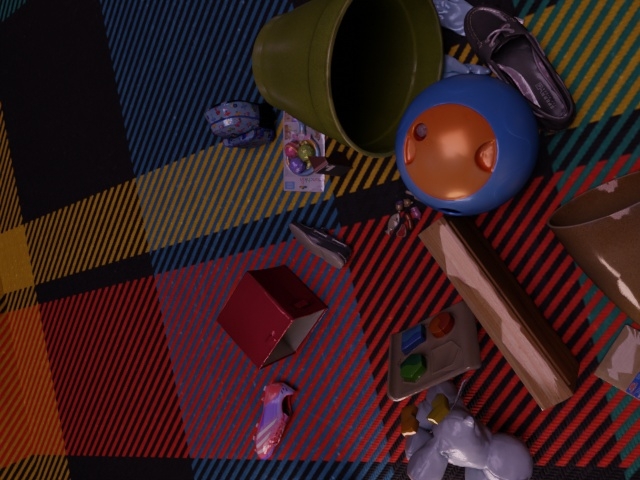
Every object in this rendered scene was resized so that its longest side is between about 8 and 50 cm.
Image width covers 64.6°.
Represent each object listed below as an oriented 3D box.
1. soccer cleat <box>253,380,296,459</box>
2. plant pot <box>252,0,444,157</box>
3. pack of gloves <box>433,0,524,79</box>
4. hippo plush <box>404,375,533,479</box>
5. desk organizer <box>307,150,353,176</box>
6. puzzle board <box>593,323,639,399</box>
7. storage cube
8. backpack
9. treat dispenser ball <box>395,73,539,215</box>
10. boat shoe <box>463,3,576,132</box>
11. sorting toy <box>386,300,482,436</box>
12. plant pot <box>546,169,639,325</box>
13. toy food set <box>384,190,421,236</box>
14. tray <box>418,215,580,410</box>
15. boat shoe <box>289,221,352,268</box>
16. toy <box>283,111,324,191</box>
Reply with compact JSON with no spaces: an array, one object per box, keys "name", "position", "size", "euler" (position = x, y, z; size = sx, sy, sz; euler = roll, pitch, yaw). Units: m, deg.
[{"name":"soccer cleat","position":[-0.134,0.538,1.490],"size":[0.095,0.083,0.248],"euler":[12,97,25]},{"name":"plant pot","position":[0.034,-0.406,1.177],"size":[0.352,0.366,0.367],"euler":[24,106,44]},{"name":"pack of gloves","position":[0.311,-0.455,1.166],"size":[0.232,0.046,0.195],"euler":[34,111,24]},{"name":"hippo plush","position":[0.354,0.449,1.153],"size":[0.236,0.234,0.294],"euler":[26,121,-3]},{"name":"desk organizer","position":[0.026,-0.201,1.305],"size":[0.047,0.130,0.050],"euler":[-33,76,29]},{"name":"puzzle board","position":[0.644,0.251,1.044],"size":[0.096,0.011,0.128],"euler":[31,109,24]},{"name":"storage cube","position":[-0.135,0.206,1.402],"size":[0.193,0.183,0.215],"euler":[43,114,21]},{"name":"backpack","position":[-0.232,-0.329,1.423],"size":[0.158,0.173,0.117],"euler":[-9,89,30]},{"name":"treat dispenser ball","position":[0.299,-0.196,1.050],"size":[0.287,0.288,0.289],"euler":[3,95,30]},{"name":"boat shoe","position":[0.420,-0.374,1.059],"size":[0.112,0.095,0.335],"euler":[-36,82,14]},{"name":"sorting toy","position":[0.245,0.274,1.134],"size":[0.229,0.307,0.041],"euler":[-30,114,27]},{"name":"plant pot","position":[0.598,0.026,0.951],"size":[0.237,0.237,0.255],"euler":[-26,96,29]},{"name":"toy food set","position":[0.213,-0.059,1.269],"size":[0.077,0.019,0.122],"euler":[29,108,26]},{"name":"tray","position":[0.385,0.128,1.076],"size":[0.076,0.202,0.411],"euler":[-41,74,26]},{"name":"boat shoe","position":[0.000,0.000,1.390],"size":[0.206,0.075,0.065],"euler":[34,67,30]},{"name":"toy","position":[-0.058,-0.254,1.394],"size":[0.136,0.056,0.238],"euler":[5,97,31]}]
